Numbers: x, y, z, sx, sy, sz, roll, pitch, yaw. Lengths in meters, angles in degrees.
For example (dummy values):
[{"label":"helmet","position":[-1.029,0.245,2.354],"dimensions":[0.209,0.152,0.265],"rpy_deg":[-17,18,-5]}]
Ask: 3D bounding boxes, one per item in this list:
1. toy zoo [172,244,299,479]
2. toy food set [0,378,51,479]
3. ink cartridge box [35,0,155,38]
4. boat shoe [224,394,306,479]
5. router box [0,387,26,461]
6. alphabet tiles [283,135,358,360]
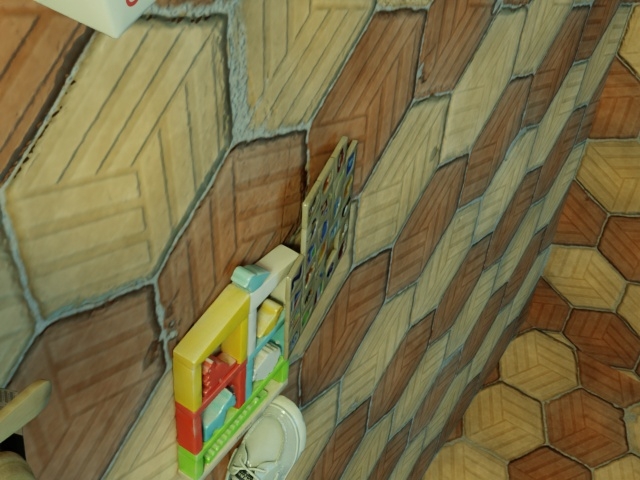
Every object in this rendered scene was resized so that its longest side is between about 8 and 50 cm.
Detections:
[{"label":"toy zoo","position":[-0.094,0.132,1.111],"dimensions":[0.192,0.030,0.293],"rpy_deg":[-46,155,-37]},{"label":"toy food set","position":[-0.187,0.170,0.502],"dimensions":[0.132,0.039,0.191],"rpy_deg":[-47,146,-72]},{"label":"ink cartridge box","position":[-0.106,-0.215,0.475],"dimensions":[0.176,0.127,0.128],"rpy_deg":[-52,159,-23]},{"label":"boat shoe","position":[-0.082,0.304,1.297],"dimensions":[0.081,0.079,0.227],"rpy_deg":[-42,156,-52]},{"label":"router box","position":[-0.237,0.197,0.653],"dimensions":[0.046,0.179,0.133],"rpy_deg":[16,105,-26]},{"label":"alphabet tiles","position":[0.000,0.000,1.144],"dimensions":[0.237,0.009,0.198],"rpy_deg":[94,20,-49]}]
